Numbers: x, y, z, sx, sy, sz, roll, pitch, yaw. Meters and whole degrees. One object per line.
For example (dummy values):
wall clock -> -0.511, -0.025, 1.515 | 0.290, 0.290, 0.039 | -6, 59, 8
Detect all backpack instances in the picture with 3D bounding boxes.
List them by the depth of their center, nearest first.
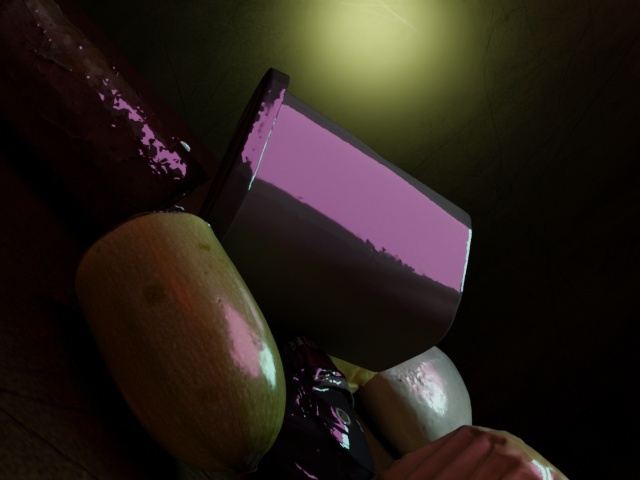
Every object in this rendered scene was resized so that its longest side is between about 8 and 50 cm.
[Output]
backpack -> -0.016, 0.160, 0.644 | 0.165, 0.106, 0.120 | 48, -3, 35

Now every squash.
squash -> -0.093, 0.081, 0.495 | 0.186, 0.123, 0.123 | 56, 5, 33

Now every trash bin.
trash bin -> 0.000, 0.000, 0.706 | 0.250, 0.219, 0.219 | 27, -33, -15

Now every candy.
candy -> 0.178, 0.288, 1.324 | 0.295, 0.185, 0.295 | 55, 1, -1

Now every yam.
yam -> -0.245, -0.127, 0.695 | 0.279, 0.131, 0.131 | 48, 2, -3

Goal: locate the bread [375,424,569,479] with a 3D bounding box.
bread -> 0.175, 0.315, 0.645 | 0.236, 0.183, 0.388 | 38, -13, 53

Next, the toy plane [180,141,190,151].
toy plane -> -0.273, -0.146, 0.872 | 0.255, 0.101, 0.251 | 42, 7, -41

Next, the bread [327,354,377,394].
bread -> -0.037, 0.083, 0.815 | 0.167, 0.163, 0.264 | 52, 4, 35
